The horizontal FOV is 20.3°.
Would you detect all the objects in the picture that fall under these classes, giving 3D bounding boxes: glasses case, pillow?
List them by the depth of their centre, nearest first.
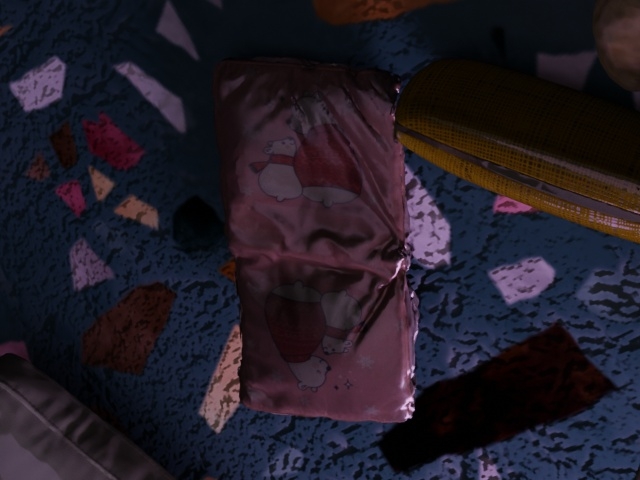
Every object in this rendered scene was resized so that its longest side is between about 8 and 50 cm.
[{"bbox_3d":[0.155,-0.050,1.060,0.234,0.079,0.064,21,130,18],"label":"glasses case"},{"bbox_3d":[0.000,0.000,1.185,0.135,0.049,0.248,4,110,25],"label":"pillow"},{"bbox_3d":[-0.170,0.261,1.351,0.322,0.120,0.255,39,125,7],"label":"pillow"}]

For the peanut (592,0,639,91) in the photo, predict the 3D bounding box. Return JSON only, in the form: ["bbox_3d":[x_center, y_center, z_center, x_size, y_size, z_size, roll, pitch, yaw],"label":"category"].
[{"bbox_3d":[0.211,-0.158,0.983,0.082,0.082,0.187,34,125,10],"label":"peanut"}]

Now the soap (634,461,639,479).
[{"bbox_3d":[0.283,0.002,0.873,0.156,0.335,0.293,21,124,19],"label":"soap"}]
